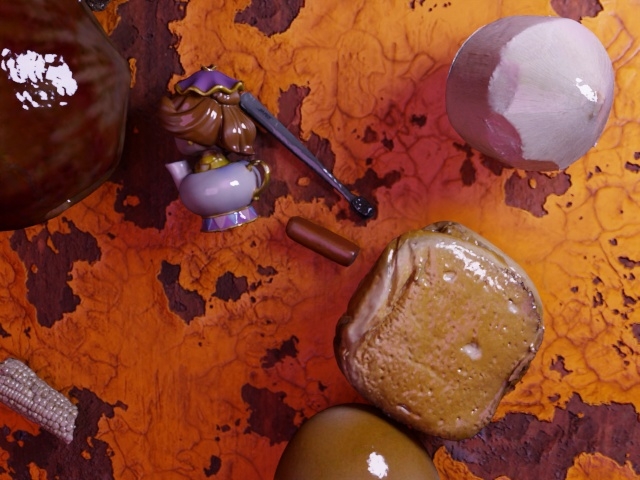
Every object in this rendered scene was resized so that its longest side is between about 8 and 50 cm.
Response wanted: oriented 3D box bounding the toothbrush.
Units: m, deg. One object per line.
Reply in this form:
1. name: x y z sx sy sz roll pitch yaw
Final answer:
1. toothbrush: -0.026 -0.139 1.426 0.297 0.030 0.030 43 88 6

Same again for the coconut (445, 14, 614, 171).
1. coconut: 0.291 -0.195 1.188 0.234 0.224 0.224 38 117 49

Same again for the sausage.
1. sausage: 0.000 0.000 1.442 0.131 0.041 0.039 26 131 12

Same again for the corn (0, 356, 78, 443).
1. corn: -0.544 0.304 1.680 0.210 0.087 0.087 31 110 3

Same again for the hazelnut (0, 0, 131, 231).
1. hazelnut: -0.522 -0.230 1.403 0.401 0.402 0.430 -15 96 21

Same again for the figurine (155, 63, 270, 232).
1. figurine: -0.174 -0.151 1.412 0.189 0.142 0.264 -7 102 21

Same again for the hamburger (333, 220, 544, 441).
1. hamburger: 0.183 0.139 1.342 0.284 0.174 0.305 36 111 6

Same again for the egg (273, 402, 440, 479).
1. egg: 0.058 0.430 1.393 0.282 0.282 0.352 -2 104 19

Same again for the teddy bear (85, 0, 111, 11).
1. teddy bear: -0.337 -0.458 1.436 0.119 0.077 0.161 -10 82 42
